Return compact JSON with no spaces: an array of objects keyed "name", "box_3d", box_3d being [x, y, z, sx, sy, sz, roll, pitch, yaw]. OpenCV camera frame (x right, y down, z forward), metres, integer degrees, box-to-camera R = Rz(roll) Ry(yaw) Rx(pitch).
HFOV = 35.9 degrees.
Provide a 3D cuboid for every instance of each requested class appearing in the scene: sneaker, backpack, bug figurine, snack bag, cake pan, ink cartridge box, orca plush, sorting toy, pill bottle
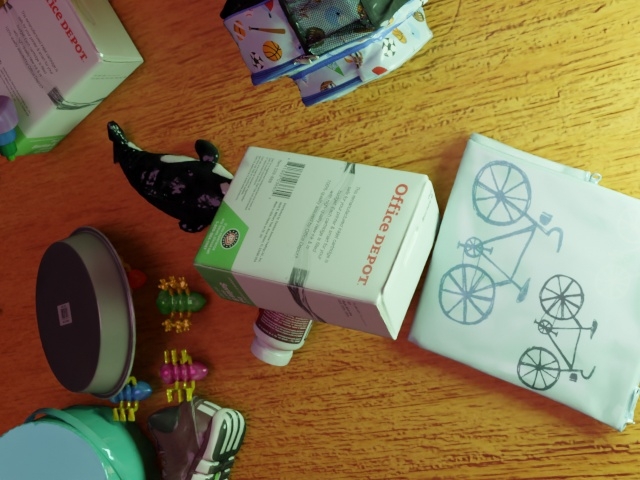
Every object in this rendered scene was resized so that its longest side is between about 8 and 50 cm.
[{"name":"sneaker","box_3d":[-0.238,0.380,1.651,0.162,0.106,0.281,27,99,27]},{"name":"backpack","box_3d":[0.011,-0.306,1.343,0.263,0.276,0.213,-9,106,31]},{"name":"bug figurine","box_3d":[-0.286,0.160,1.648,0.216,0.072,0.279,0,95,23]},{"name":"snack bag","box_3d":[0.312,0.054,1.354,0.342,0.037,0.323,22,107,23]},{"name":"cake pan","box_3d":[-0.400,0.123,1.645,0.293,0.054,0.293,10,103,51]},{"name":"ink cartridge box","box_3d":[0.000,0.000,1.400,0.289,0.121,0.211,12,63,25]},{"name":"orca plush","box_3d":[-0.245,-0.102,1.570,0.287,0.102,0.151,40,112,16]},{"name":"sorting toy","box_3d":[-0.644,-0.201,1.653,0.365,0.127,0.126,15,135,23]},{"name":"pill bottle","box_3d":[-0.052,0.112,1.515,0.086,0.086,0.152,30,109,20]},{"name":"ink cartridge box","box_3d":[-0.455,-0.297,1.639,0.273,0.115,0.198,-35,82,27]}]

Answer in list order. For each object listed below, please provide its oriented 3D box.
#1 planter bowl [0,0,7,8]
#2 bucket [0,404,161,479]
[{"name":"planter bowl","box_3d":[-0.663,-0.399,1.743,0.217,0.090,0.217,4,99,26]},{"name":"bucket","box_3d":[-0.424,0.410,1.651,0.281,0.183,0.281,-1,86,11]}]
